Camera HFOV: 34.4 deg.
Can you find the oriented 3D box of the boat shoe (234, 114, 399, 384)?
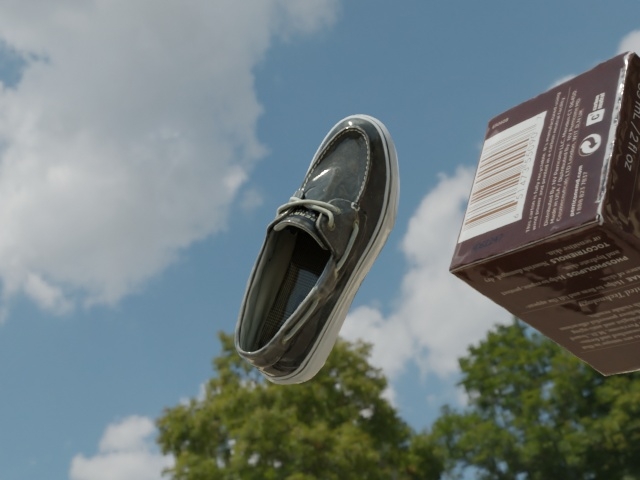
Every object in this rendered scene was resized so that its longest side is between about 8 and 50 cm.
[{"bbox_3d":[0.000,0.000,1.180,0.121,0.335,0.119,11,-14,26],"label":"boat shoe"}]

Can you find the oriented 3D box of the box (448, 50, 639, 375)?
[{"bbox_3d":[0.248,-0.014,0.862,0.203,0.168,0.167,31,-31,-24],"label":"box"}]
